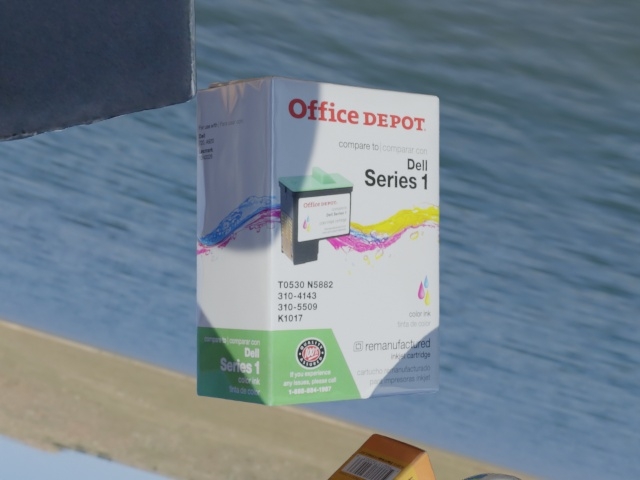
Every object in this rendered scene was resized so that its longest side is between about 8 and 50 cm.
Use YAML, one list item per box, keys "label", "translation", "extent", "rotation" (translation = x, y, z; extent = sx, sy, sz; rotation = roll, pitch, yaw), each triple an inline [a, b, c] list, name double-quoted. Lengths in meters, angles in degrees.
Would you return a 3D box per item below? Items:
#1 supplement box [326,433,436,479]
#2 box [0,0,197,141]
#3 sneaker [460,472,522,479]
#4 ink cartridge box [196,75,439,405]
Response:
- label: "supplement box"
  translation: [0.016, 0.291, 1.162]
  extent: [0.080, 0.233, 0.078]
  rotation: [14, 132, 45]
- label: "box"
  translation: [-0.233, -0.244, 0.542]
  extent: [0.212, 0.294, 0.395]
  rotation: [-15, -147, -26]
- label: "sneaker"
  translation: [0.062, 0.240, 0.980]
  extent: [0.091, 0.240, 0.126]
  rotation: [53, -168, -17]
- label: "ink cartridge box"
  translation: [0.000, 0.000, 1.087]
  extent: [0.201, 0.278, 0.117]
  rotation: [1, 178, -39]
